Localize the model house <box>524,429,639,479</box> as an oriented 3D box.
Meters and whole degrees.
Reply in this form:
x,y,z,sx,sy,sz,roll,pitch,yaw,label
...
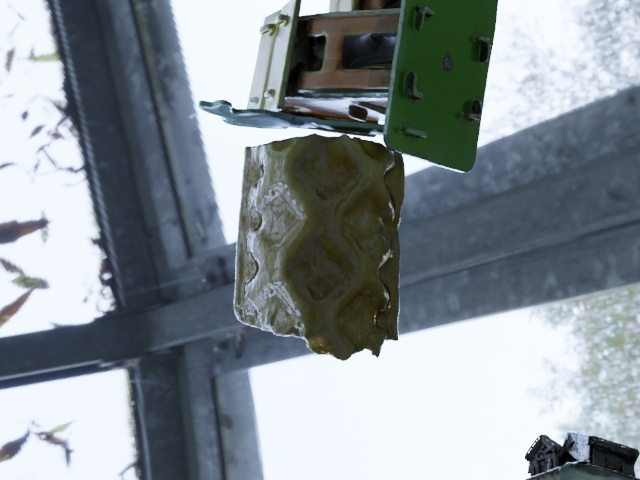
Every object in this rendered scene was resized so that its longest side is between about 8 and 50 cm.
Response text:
x,y,z,sx,sy,sz,roll,pitch,yaw,label
0.395,0.332,1.536,0.165,0.106,0.152,20,-150,0,model house

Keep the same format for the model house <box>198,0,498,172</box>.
x,y,z,sx,sy,sz,roll,pitch,yaw,label
0.002,-0.259,1.259,0.340,0.323,0.300,9,-92,-50,model house

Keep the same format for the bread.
x,y,z,sx,sy,sz,roll,pitch,yaw,label
0.003,0.000,1.227,0.196,0.238,0.252,1,-85,-28,bread
